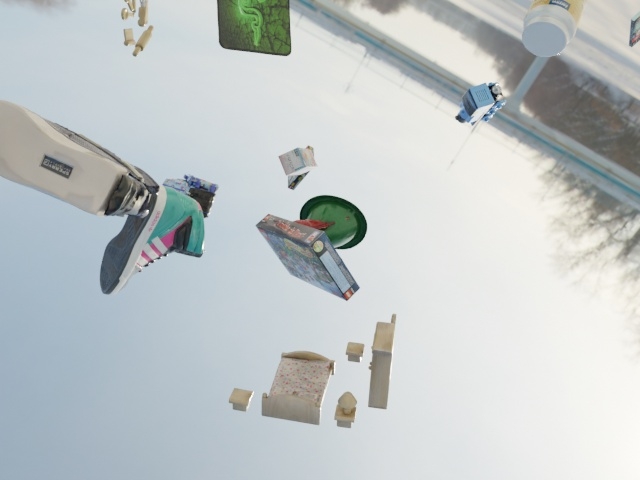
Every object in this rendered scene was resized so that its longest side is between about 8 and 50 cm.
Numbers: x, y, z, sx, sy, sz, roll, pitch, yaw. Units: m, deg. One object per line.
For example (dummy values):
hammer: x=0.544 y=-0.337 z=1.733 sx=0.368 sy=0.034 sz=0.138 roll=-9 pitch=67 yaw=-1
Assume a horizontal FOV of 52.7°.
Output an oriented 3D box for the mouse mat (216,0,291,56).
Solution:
mouse mat: x=-0.126 y=-0.451 z=1.231 sx=0.153 sy=0.189 sz=0.007 roll=-3 pitch=179 yaw=-29

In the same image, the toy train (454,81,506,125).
toy train: x=0.437 y=-0.375 z=1.789 sx=0.184 sy=0.105 sz=0.080 roll=120 pitch=131 yaw=-78

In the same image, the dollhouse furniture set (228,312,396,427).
dollhouse furniture set: x=-0.006 y=0.269 z=1.547 sx=0.356 sy=0.173 sz=0.303 roll=7 pitch=-153 yaw=8

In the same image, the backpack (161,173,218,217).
backpack: x=-0.415 y=-0.147 z=1.996 sx=0.173 sy=0.116 sz=0.158 roll=18 pitch=-178 yaw=-12

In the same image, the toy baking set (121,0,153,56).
toy baking set: x=-0.560 y=-0.705 z=2.018 sx=0.030 sy=0.196 sz=0.256 roll=9 pitch=-134 yaw=5

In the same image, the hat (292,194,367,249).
hat: x=0.000 y=0.000 z=1.618 sx=0.209 sy=0.173 sz=0.183 roll=15 pitch=-142 yaw=6

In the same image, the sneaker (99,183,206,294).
sneaker: x=-0.340 y=0.010 z=1.377 sx=0.178 sy=0.295 sz=0.123 roll=13 pitch=-142 yaw=-40

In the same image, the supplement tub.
supplement tub: x=0.653 y=-0.629 z=1.809 sx=0.144 sy=0.144 sz=0.199 roll=29 pitch=-115 yaw=-3

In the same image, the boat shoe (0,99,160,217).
boat shoe: x=-0.446 y=-0.131 z=1.136 sx=0.341 sy=0.127 sz=0.158 roll=30 pitch=-177 yaw=14

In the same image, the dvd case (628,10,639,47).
dvd case: x=0.828 y=-0.559 z=1.653 sx=0.013 sy=0.087 sz=0.119 roll=49 pitch=-174 yaw=27

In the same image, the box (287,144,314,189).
box: x=-0.068 y=-0.250 z=2.222 sx=0.027 sy=0.137 sz=0.094 roll=22 pitch=-137 yaw=-25

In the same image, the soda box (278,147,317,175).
soda box: x=-0.059 y=-0.215 z=1.768 sx=0.183 sy=0.063 sz=0.058 roll=-36 pitch=-77 yaw=-78

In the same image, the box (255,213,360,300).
box: x=-0.031 y=0.032 z=1.381 sx=0.233 sy=0.044 sz=0.159 roll=19 pitch=148 yaw=56
